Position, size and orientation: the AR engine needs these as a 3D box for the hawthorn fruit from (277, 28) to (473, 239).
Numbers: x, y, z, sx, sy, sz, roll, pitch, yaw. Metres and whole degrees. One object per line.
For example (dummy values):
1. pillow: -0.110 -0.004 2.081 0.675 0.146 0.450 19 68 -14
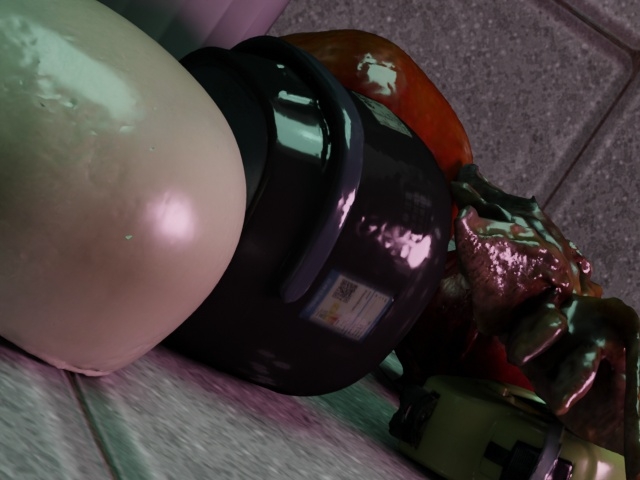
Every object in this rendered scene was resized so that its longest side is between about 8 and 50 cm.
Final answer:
1. hawthorn fruit: 0.003 -0.064 1.776 0.295 0.295 0.311 34 31 -1

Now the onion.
1. onion: 0.191 0.095 1.888 0.252 0.219 0.252 38 -1 1

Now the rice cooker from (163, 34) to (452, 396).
1. rice cooker: -0.030 -0.016 1.497 0.224 0.267 0.267 23 12 -37

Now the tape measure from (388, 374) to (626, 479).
1. tape measure: 0.179 0.188 1.661 0.175 0.106 0.200 29 7 32

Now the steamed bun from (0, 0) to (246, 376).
1. steamed bun: -0.195 -0.067 1.278 0.324 0.206 0.324 34 6 -4

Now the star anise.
1. star anise: 0.201 0.067 1.594 0.292 0.109 0.349 46 12 -2

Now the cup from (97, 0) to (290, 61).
1. cup: -0.195 -0.196 1.657 0.237 0.327 0.323 30 6 -28
